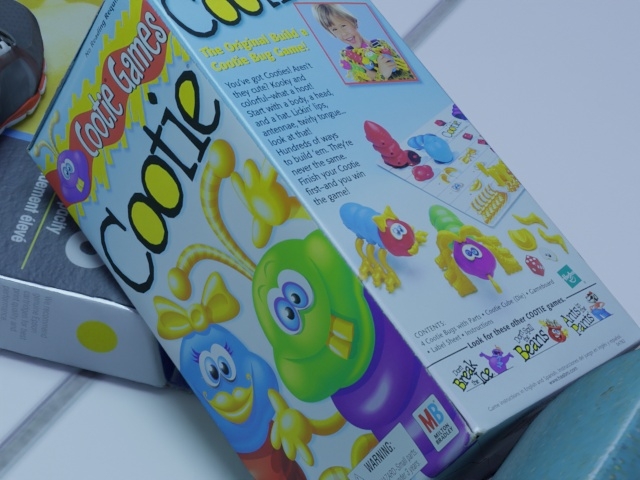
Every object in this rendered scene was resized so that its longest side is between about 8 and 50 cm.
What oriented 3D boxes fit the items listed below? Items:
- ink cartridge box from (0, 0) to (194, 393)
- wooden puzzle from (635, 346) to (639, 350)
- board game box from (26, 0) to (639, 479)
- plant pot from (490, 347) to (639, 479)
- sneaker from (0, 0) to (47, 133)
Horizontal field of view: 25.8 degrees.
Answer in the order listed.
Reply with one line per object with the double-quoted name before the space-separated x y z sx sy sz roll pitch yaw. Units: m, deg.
"ink cartridge box" -0.139 -0.057 0.841 0.307 0.072 0.304 13 41 -1
"wooden puzzle" 0.235 0.106 0.721 0.238 0.044 0.221 7 30 41
"board game box" 0.000 0.000 0.705 0.144 0.142 0.275 -19 66 -45
"plant pot" 0.133 0.186 0.519 0.248 0.252 0.247 31 43 16
"sneaker" -0.187 -0.095 0.771 0.061 0.065 0.158 12 44 -4
